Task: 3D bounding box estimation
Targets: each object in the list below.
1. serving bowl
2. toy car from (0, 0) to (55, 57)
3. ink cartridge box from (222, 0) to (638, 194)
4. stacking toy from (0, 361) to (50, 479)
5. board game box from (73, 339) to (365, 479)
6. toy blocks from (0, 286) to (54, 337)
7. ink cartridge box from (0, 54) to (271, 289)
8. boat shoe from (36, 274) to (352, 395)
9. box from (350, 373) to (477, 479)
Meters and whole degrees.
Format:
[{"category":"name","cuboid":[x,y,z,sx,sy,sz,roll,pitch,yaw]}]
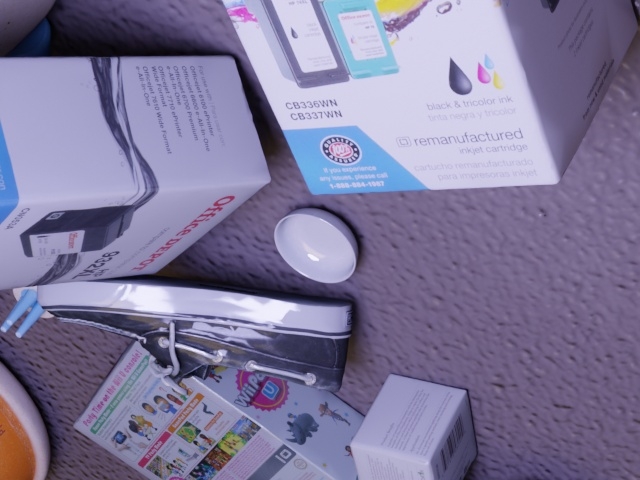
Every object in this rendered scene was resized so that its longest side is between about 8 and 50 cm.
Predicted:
[{"category":"serving bowl","cuboid":[0.000,0.000,1.330,0.083,0.027,0.083,18,137,17]},{"category":"toy car","cuboid":[-0.362,-0.239,1.213,0.238,0.210,0.219,39,153,12]},{"category":"ink cartridge box","cuboid":[0.063,-0.197,0.962,0.198,0.197,0.270,-2,128,34]},{"category":"stacking toy","cuboid":[-0.576,0.331,1.682,0.350,0.480,0.350,18,137,17]},{"category":"board game box","cuboid":[-0.090,0.211,1.547,0.303,0.097,0.224,36,139,-5]},{"category":"toy blocks","cuboid":[-0.305,0.025,1.459,0.123,0.148,0.054,25,139,9]},{"category":"ink cartridge box","cuboid":[-0.233,-0.051,1.206,0.223,0.307,0.129,-35,68,48]},{"category":"boat shoe","cuboid":[-0.125,0.092,1.382,0.306,0.113,0.105,7,93,-1]},{"category":"box","cuboid":[0.093,0.206,1.417,0.087,0.101,0.102,10,135,25]}]
